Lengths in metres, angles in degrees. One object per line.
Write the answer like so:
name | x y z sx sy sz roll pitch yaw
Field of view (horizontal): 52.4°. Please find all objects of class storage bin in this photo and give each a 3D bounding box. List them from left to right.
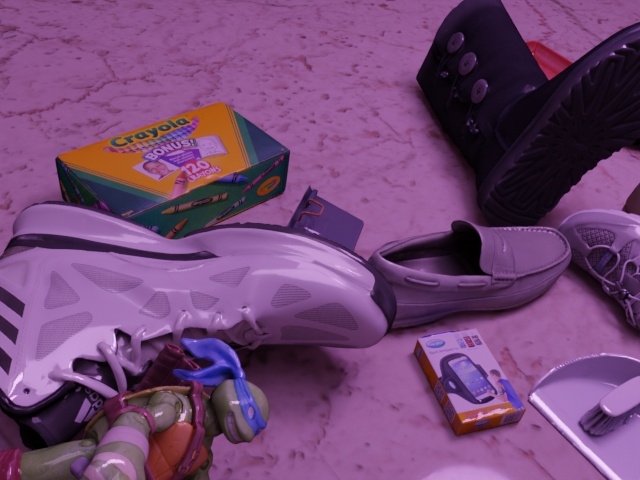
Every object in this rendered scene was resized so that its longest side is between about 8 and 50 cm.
storage bin | 0.000 0.000 0.854 0.091 0.098 0.135 23 42 1

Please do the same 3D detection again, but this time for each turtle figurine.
turtle figurine | -0.157 0.219 0.481 0.266 0.198 0.274 -16 76 1

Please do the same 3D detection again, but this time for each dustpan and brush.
dustpan and brush | 0.365 0.169 0.744 0.211 0.060 0.147 -20 49 -29

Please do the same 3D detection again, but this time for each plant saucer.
plant saucer | 0.427 -0.319 1.323 0.259 0.047 0.259 -15 46 -25

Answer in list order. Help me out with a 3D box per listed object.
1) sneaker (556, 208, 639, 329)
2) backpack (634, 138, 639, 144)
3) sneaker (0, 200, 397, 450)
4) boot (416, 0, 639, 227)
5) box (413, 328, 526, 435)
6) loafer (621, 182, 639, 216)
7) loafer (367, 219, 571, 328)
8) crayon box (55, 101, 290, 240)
sneaker | 0.428 0.057 0.849 0.115 0.105 0.281 -29 54 -36
backpack | 0.666 -0.237 1.222 0.173 0.116 0.158 19 43 7
sneaker | -0.156 0.115 0.668 0.448 0.169 0.257 7 50 9
boot | 0.338 -0.283 1.050 0.146 0.367 0.445 28 33 -26
box | 0.166 0.153 0.752 0.081 0.028 0.136 -7 45 -18
loafer | 0.609 -0.067 0.993 0.269 0.092 0.101 -7 44 6
loafer | 0.198 0.028 0.835 0.320 0.111 0.112 -14 46 -24
crayon box | -0.202 -0.093 0.925 0.278 0.081 0.165 -29 54 -35
